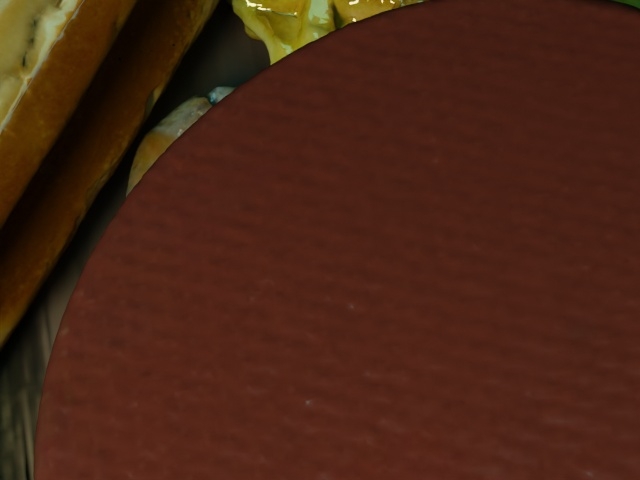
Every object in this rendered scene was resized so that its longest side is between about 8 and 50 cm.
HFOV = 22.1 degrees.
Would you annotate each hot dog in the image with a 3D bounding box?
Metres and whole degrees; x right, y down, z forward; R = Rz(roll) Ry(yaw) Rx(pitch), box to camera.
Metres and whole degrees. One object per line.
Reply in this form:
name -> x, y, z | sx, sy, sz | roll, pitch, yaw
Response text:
hot dog -> -0.149, -0.041, 0.685 | 0.100, 0.135, 0.337 | 27, 79, 13

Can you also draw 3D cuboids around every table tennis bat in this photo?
table tennis bat -> 0.031, 0.088, 0.470 | 0.268, 0.051, 0.415 | 12, 60, 15

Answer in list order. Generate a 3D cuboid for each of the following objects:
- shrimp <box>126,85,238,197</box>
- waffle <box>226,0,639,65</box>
shrimp -> 0.000, 0.000, 0.708 | 0.190, 0.042, 0.101 | 31, 84, 14
waffle -> 0.078, -0.148, 0.775 | 0.291, 0.051, 0.291 | -2, 65, 3
